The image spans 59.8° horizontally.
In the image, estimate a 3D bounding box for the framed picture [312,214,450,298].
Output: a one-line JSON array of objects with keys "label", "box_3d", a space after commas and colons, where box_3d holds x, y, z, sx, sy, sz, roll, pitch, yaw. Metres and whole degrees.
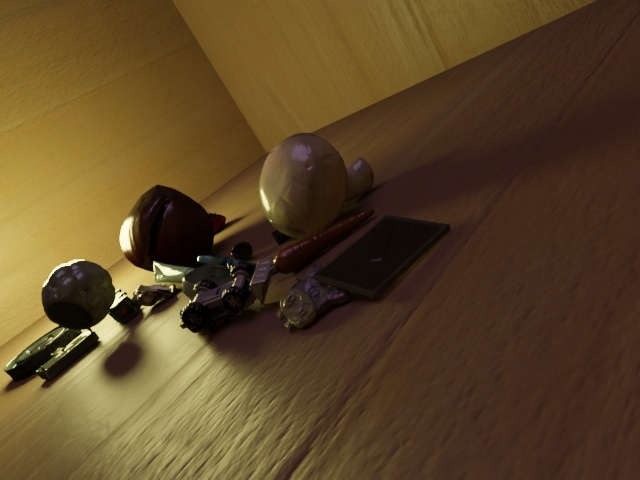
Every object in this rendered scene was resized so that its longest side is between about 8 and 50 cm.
[{"label": "framed picture", "box_3d": [0.126, 0.025, 1.160, 0.250, 0.016, 0.184, -39, 31, -30]}]

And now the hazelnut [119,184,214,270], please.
[{"label": "hazelnut", "box_3d": [-0.623, -0.033, 2.234, 0.359, 0.359, 0.409, -43, 12, -35]}]

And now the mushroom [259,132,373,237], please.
[{"label": "mushroom", "box_3d": [-0.025, -0.180, 1.663, 0.356, 0.315, 0.315, -30, 16, 3]}]

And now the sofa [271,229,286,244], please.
[{"label": "sofa", "box_3d": [-0.099, -0.036, 1.814, 0.118, 0.039, 0.060, -33, 15, -3]}]

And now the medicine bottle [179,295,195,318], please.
[{"label": "medicine bottle", "box_3d": [-0.317, 0.181, 1.497, 0.118, 0.074, 0.055, -30, 17, 7]}]

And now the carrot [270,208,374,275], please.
[{"label": "carrot", "box_3d": [0.000, 0.000, 1.482, 0.336, 0.069, 0.069, -32, 16, -10]}]

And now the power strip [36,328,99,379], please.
[{"label": "power strip", "box_3d": [-0.900, 0.397, 1.954, 0.145, 0.061, 0.215, -14, 23, 44]}]

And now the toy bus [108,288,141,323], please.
[{"label": "toy bus", "box_3d": [-0.750, 0.246, 2.096, 0.109, 0.091, 0.262, -49, 20, -19]}]

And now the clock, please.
[{"label": "clock", "box_3d": [-1.098, 0.432, 2.212, 0.313, 0.061, 0.312, -29, 16, 9]}]

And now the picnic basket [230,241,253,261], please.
[{"label": "picnic basket", "box_3d": [-0.257, 0.041, 1.816, 0.072, 0.072, 0.083, -30, 11, 6]}]

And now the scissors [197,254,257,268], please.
[{"label": "scissors", "box_3d": [-0.301, 0.067, 1.758, 0.393, 0.180, 0.032, 175, 106, -76]}]

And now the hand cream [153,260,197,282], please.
[{"label": "hand cream", "box_3d": [-0.520, 0.119, 1.969, 0.058, 0.085, 0.331, -14, 10, -43]}]

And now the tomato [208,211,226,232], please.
[{"label": "tomato", "box_3d": [-0.538, -0.058, 2.606, 0.189, 0.099, 0.173, 4, -24, -33]}]

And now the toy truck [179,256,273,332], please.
[{"label": "toy truck", "box_3d": [-0.225, 0.142, 1.379, 0.286, 0.111, 0.136, -24, 28, 20]}]

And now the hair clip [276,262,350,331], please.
[{"label": "hair clip", "box_3d": [-0.029, 0.123, 1.182, 0.146, 0.056, 0.187, -40, 20, -6]}]

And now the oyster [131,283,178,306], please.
[{"label": "oyster", "box_3d": [-0.596, 0.192, 2.006, 0.163, 0.081, 0.191, -8, 12, -17]}]

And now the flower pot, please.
[{"label": "flower pot", "box_3d": [-0.846, 0.187, 1.953, 0.246, 0.246, 0.195, -24, 40, 24]}]

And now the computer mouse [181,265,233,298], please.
[{"label": "computer mouse", "box_3d": [-0.317, 0.133, 1.649, 0.231, 0.079, 0.128, 6, 30, 43]}]
